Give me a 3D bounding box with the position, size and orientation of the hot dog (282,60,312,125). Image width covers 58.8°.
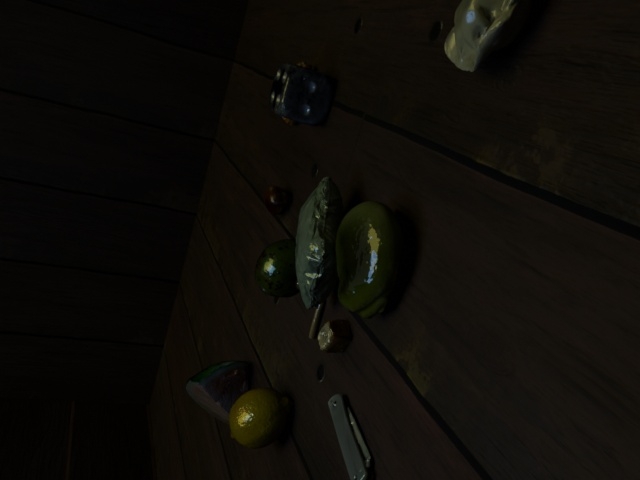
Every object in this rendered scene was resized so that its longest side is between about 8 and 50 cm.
[{"bbox_3d":[-0.086,-0.561,2.184,0.100,0.068,0.249,54,132,45],"label":"hot dog"}]

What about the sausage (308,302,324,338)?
[{"bbox_3d":[-0.011,0.241,1.749,0.024,0.024,0.132,-140,62,-63],"label":"sausage"}]

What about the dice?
[{"bbox_3d":[-0.068,-0.511,1.985,0.182,0.182,0.183,-129,53,-62],"label":"dice"}]

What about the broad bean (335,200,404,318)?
[{"bbox_3d":[0.114,0.045,1.408,0.238,0.119,0.291,31,116,61],"label":"broad bean"}]

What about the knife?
[{"bbox_3d":[0.077,0.497,1.437,0.073,0.041,0.265,-56,31,21],"label":"knife"}]

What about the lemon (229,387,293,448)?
[{"bbox_3d":[-0.199,0.574,1.845,0.244,0.187,0.186,-33,43,17],"label":"lemon"}]

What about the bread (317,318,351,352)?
[{"bbox_3d":[0.038,0.263,1.575,0.083,0.070,0.076,-59,32,34],"label":"bread"}]

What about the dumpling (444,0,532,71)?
[{"bbox_3d":[0.336,-0.445,1.123,0.250,0.132,0.162,129,147,-48],"label":"dumpling"}]

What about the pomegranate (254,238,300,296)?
[{"bbox_3d":[-0.095,0.106,1.820,0.248,0.202,0.202,37,118,32],"label":"pomegranate"}]

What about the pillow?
[{"bbox_3d":[0.000,0.000,1.633,0.283,0.138,0.310,102,172,-53],"label":"pillow"}]

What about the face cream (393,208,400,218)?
[{"bbox_3d":[0.178,-0.043,1.444,0.083,0.021,0.040,-65,31,30],"label":"face cream"}]

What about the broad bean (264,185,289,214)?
[{"bbox_3d":[-0.175,-0.156,2.200,0.165,0.084,0.114,151,120,-68],"label":"broad bean"}]

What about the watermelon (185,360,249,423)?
[{"bbox_3d":[-0.382,0.587,2.299,0.222,0.319,0.292,-51,20,-25],"label":"watermelon"}]
